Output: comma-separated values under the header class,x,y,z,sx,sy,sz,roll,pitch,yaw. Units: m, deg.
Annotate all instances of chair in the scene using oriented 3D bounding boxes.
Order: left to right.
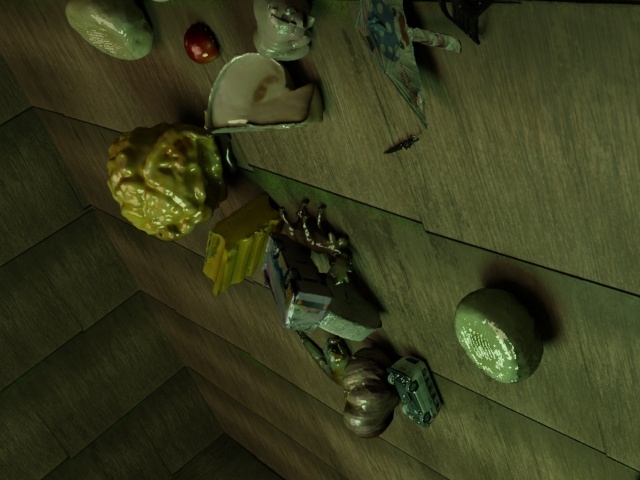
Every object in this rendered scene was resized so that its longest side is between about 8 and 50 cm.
class,x,y,z,sx,sy,sz,roll,pitch,yaw
chair,0.219,-0.355,1.176,0.084,0.101,0.212,46,-167,14

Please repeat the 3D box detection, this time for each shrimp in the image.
class,x,y,z,sx,sy,sz,roll,pitch,yaw
shrimp,0.030,0.357,2.532,0.185,0.068,0.287,62,164,-14

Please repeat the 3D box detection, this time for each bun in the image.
class,x,y,z,sx,sy,sz,roll,pitch,yaw
bun,-0.520,-0.556,2.113,0.231,0.133,0.231,24,165,7
bun,0.352,0.176,1.617,0.195,0.118,0.195,44,153,30

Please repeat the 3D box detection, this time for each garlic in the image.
class,x,y,z,sx,sy,sz,roll,pitch,yaw
garlic,0.144,0.400,2.203,0.160,0.245,0.245,4,137,16

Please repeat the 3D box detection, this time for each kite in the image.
class,x,y,z,sx,sy,sz,roll,pitch,yaw
kite,0.128,-0.339,1.358,0.314,0.011,0.335,31,142,58

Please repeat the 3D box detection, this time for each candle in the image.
class,x,y,z,sx,sy,sz,roll,pitch,yaw
candle,0.053,0.168,2.074,0.192,0.168,0.068,50,123,13

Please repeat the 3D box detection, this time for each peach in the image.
class,x,y,z,sx,sy,sz,roll,pitch,yaw
peach,-0.280,-0.447,1.929,0.098,0.061,0.098,45,163,18

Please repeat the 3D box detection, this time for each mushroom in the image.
class,x,y,z,sx,sy,sz,roll,pitch,yaw
mushroom,-0.106,-0.310,1.760,0.236,0.173,0.162,-2,99,16

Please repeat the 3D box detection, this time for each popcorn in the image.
class,x,y,z,sx,sy,sz,roll,pitch,yaw
popcorn,-0.383,-0.185,2.227,0.381,0.349,0.349,-30,100,27

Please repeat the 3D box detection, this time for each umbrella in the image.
class,x,y,z,sx,sy,sz,roll,pitch,yaw
umbrella,0.154,-0.177,1.596,0.022,0.022,0.149,30,166,-10

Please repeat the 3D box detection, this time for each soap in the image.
class,x,y,z,sx,sy,sz,roll,pitch,yaw
soap,-0.217,0.015,2.298,0.096,0.204,0.324,50,156,12

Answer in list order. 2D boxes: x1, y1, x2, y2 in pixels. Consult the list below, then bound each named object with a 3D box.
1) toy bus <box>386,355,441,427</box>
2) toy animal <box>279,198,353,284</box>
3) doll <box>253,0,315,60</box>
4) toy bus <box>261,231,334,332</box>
class,x,y,z,sx,sy,sz,roll,pitch,yaw
toy bus,0.245,0.382,2.129,0.087,0.089,0.194,17,139,51
toy animal,0.000,0.000,2.044,0.214,0.093,0.186,23,134,46
doll,-0.079,-0.416,1.579,0.149,0.095,0.192,49,159,12
toy bus,-0.068,0.099,2.097,0.317,0.112,0.138,-119,47,-60
